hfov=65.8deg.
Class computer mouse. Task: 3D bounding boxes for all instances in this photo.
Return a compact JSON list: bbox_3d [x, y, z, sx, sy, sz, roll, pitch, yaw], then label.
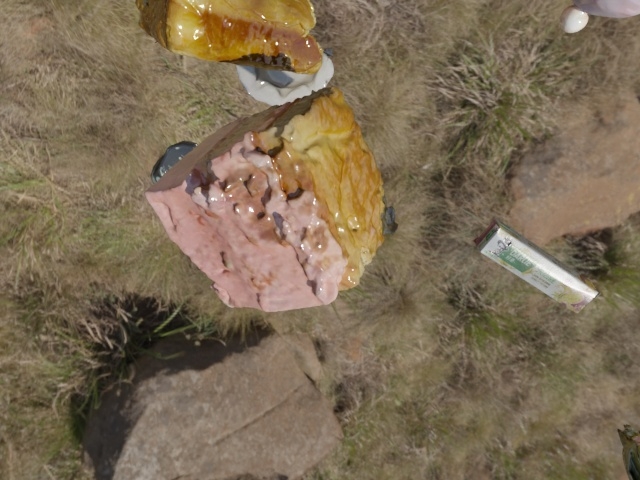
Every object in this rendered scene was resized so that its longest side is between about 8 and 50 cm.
[{"bbox_3d":[-0.422,-0.223,1.465,0.106,0.062,0.192,39,114,-20],"label":"computer mouse"}]

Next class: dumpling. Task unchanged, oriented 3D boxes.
[{"bbox_3d":[-0.095,-0.484,1.366,0.293,0.163,0.204,20,86,-29],"label":"dumpling"}]

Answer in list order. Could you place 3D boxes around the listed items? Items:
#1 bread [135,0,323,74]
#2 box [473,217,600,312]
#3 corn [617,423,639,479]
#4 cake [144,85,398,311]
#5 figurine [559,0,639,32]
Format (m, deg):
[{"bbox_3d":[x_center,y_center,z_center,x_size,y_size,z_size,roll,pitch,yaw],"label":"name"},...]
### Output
[{"bbox_3d":[-0.148,-0.406,0.885,0.344,0.195,0.148,-8,129,-42],"label":"bread"},{"bbox_3d":[0.340,0.041,0.777,0.207,0.041,0.050,31,114,-11],"label":"box"},{"bbox_3d":[0.484,0.359,0.590,0.123,0.305,0.122,-30,166,14],"label":"corn"},{"bbox_3d":[-0.079,-0.064,0.865,0.293,0.307,0.314,-54,128,-46],"label":"cake"},{"bbox_3d":[0.398,-0.377,0.661,0.133,0.276,0.200,19,123,1],"label":"figurine"}]
